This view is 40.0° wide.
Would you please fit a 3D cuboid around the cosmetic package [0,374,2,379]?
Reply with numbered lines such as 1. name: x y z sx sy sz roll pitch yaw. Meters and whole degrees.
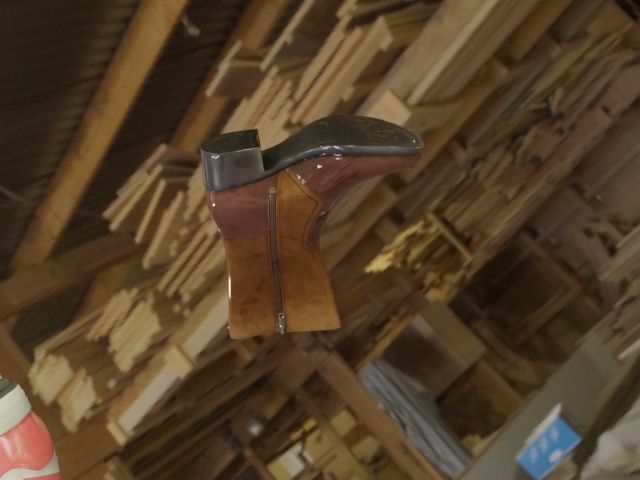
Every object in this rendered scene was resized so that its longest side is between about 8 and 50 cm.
1. cosmetic package: -0.420 0.271 0.995 0.085 0.231 0.117 -8 -6 14

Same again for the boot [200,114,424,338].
1. boot: 0.000 0.000 1.066 0.264 0.096 0.281 -10 -60 -4

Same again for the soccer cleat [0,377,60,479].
1. soccer cleat: -0.285 0.187 0.737 0.108 0.116 0.318 -31 4 -28
